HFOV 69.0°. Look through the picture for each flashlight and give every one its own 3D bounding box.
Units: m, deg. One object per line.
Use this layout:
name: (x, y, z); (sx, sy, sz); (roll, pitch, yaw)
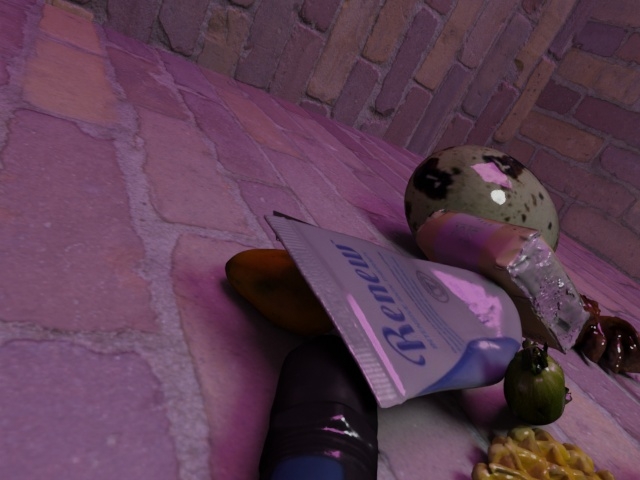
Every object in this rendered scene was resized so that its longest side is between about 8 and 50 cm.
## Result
flashlight: (-0.007, 0.211, 0.274); (0.103, 0.103, 0.424); (25, 22, -6)

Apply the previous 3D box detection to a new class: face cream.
face cream: (0.124, 0.092, 0.584); (0.420, 0.137, 0.235); (16, 33, -48)

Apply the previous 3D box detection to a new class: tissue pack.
tissue pack: (0.306, 0.054, 0.799); (0.215, 0.123, 0.256); (48, -8, -21)

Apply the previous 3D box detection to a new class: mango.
mango: (-0.040, 0.058, 0.593); (0.163, 0.090, 0.111); (32, 21, 32)

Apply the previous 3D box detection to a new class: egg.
egg: (0.368, -0.055, 1.071); (0.379, 0.287, 0.288); (39, 18, -16)

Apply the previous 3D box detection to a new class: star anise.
star anise: (0.609, 0.194, 1.035); (0.292, 0.109, 0.349); (24, 22, 4)

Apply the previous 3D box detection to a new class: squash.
squash: (0.281, 0.198, 0.600); (0.318, 0.080, 0.071); (40, 25, -52)

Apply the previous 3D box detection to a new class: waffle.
waffle: (0.283, 0.303, 0.467); (0.249, 0.056, 0.261); (4, 27, -47)

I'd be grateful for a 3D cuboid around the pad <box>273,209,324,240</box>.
pad: (0.000, 0.000, 0.886); (0.190, 0.004, 0.127); (21, 22, -19)
